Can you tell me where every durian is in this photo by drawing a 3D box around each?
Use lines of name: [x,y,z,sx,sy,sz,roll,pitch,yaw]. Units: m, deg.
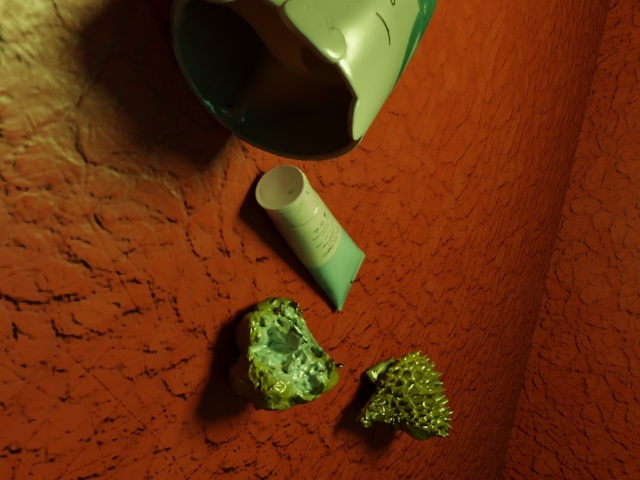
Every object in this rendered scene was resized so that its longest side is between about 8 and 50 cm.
durian: [0.165,0.315,1.087,0.306,0.166,0.172,27,49,-60]

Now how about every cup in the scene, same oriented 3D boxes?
cup: [-0.028,-0.253,0.558,0.290,0.219,0.257,39,65,-18]

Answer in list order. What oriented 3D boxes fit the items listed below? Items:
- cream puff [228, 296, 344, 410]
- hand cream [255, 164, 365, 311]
cream puff: [-0.058,0.156,0.725,0.156,0.121,0.156,7,69,-19]
hand cream: [0.000,0.000,0.810,0.111,0.070,0.312,-64,152,-19]
